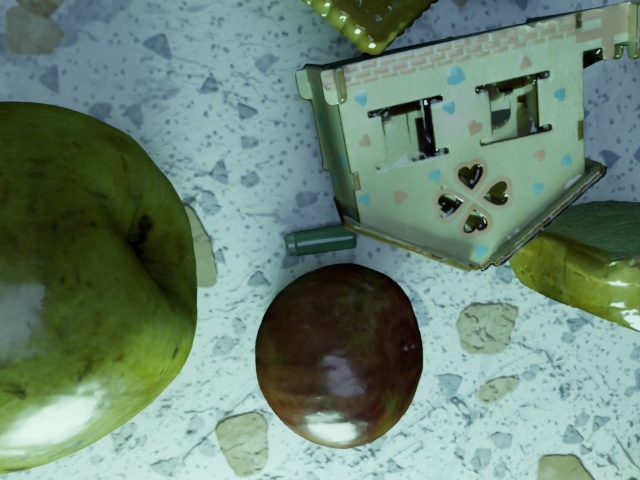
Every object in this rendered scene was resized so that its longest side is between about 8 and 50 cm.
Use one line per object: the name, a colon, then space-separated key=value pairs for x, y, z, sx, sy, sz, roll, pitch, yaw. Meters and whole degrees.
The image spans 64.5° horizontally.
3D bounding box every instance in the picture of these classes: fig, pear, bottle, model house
fig: x=0.013 y=0.127 z=0.555 sx=0.205 sy=0.205 sz=0.205 roll=-1 pitch=99 yaw=-8
pear: x=-0.263 y=0.047 z=0.446 sx=0.304 sy=0.304 sz=0.304 roll=-1 pitch=99 yaw=-8
bottle: x=0.000 y=0.000 z=0.601 sx=0.083 sy=0.030 sz=0.030 roll=-8 pitch=100 yaw=-7
model house: x=0.157 y=-0.099 z=0.552 sx=0.326 sy=0.169 sz=0.244 roll=-13 pitch=108 yaw=-2

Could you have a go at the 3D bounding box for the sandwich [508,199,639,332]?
sandwich: x=0.344 y=0.009 z=0.545 sx=0.226 sy=0.251 sz=0.087 roll=-13 pitch=99 yaw=-4

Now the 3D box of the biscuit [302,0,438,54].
biscuit: x=0.058 y=-0.297 z=0.493 sx=0.172 sy=0.029 sz=0.254 roll=39 pitch=61 yaw=1
